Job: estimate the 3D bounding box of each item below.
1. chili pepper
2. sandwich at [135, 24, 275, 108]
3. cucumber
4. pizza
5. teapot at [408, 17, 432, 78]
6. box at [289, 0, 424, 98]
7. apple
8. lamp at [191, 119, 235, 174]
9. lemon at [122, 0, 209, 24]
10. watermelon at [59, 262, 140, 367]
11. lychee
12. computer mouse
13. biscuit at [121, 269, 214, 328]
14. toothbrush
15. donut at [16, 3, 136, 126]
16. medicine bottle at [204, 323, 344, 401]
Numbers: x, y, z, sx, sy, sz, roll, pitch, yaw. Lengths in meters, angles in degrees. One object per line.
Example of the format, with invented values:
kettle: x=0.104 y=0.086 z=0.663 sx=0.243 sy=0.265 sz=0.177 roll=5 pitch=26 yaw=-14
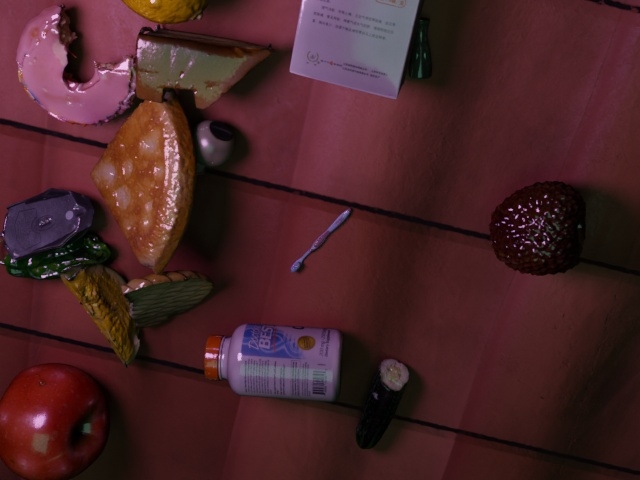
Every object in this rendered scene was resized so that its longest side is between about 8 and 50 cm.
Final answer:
chili pepper: x=-0.563 y=0.035 z=1.842 sx=0.257 sy=0.074 sz=0.100 roll=-11 pitch=125 yaw=5
sandwich: x=-0.208 y=-0.316 z=1.588 sx=0.236 sy=0.122 sz=0.128 roll=9 pitch=116 yaw=1
cucumber: x=0.133 y=0.376 z=1.954 sx=0.075 sy=0.074 sz=0.241 roll=15 pitch=121 yaw=-2
pizza: x=-0.301 y=-0.112 z=1.654 sx=0.258 sy=0.087 sz=0.268 roll=-44 pitch=66 yaw=31
teapot: x=0.181 y=-0.351 z=1.578 sx=0.043 sy=0.043 sz=0.110 roll=0 pitch=116 yaw=5
box: x=0.076 y=-0.416 z=1.500 sx=0.200 sy=0.106 sz=0.299 roll=16 pitch=118 yaw=7
apple: x=-0.598 y=0.400 z=1.935 sx=0.217 sy=0.260 sz=0.260 roll=12 pitch=121 yaw=23
lamp: x=-0.232 y=-0.164 z=1.702 sx=0.091 sy=0.091 sz=0.163 roll=35 pitch=132 yaw=-13
lemon: x=-0.270 y=-0.472 z=1.472 sx=0.192 sy=0.192 sz=0.231 roll=-34 pitch=104 yaw=21
watermelon: x=-0.465 y=0.142 z=1.848 sx=0.123 sy=0.129 sz=0.301 roll=-15 pitch=131 yaw=6
lychee: x=0.413 y=-0.023 z=1.662 sx=0.188 sy=0.188 sz=0.188 roll=2 pitch=118 yaw=4
computer mouse: x=-0.559 y=-0.029 z=1.792 sx=0.231 sy=0.071 sz=0.126 roll=-19 pitch=77 yaw=17
biscuit: x=-0.310 y=0.112 z=1.798 sx=0.187 sy=0.036 sz=0.273 roll=-15 pitch=161 yaw=-14
toothbrush: x=0.000 y=0.000 z=1.796 sx=0.013 sy=0.019 sz=0.193 roll=38 pitch=113 yaw=-13
donut: x=-0.454 y=-0.317 z=1.633 sx=0.233 sy=0.085 sz=0.199 roll=36 pitch=115 yaw=-13
medicine bottle: x=-0.098 y=0.258 z=1.863 sx=0.289 sy=0.157 sz=0.157 roll=3 pitch=118 yaw=4
